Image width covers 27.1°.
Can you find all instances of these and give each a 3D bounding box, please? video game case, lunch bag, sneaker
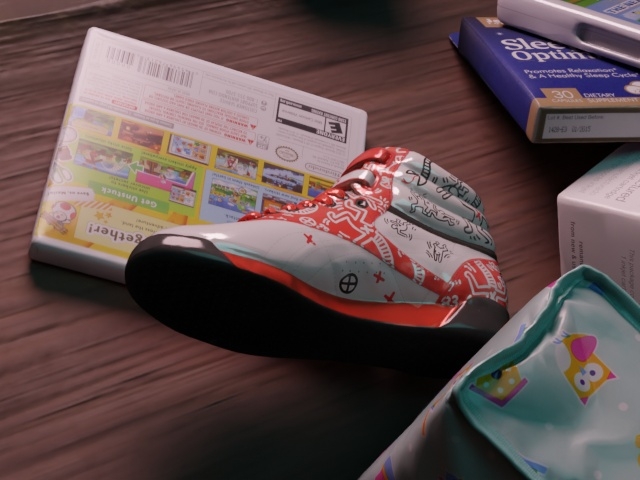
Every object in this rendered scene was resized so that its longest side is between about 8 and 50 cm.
[{"bbox_3d":[-0.079,-0.044,0.966,0.226,0.026,0.206,16,52,-13],"label":"video game case"},{"bbox_3d":[0.167,0.178,0.784,0.262,0.223,0.160,43,57,8],"label":"lunch bag"},{"bbox_3d":[0.000,0.001,0.896,0.270,0.090,0.145,12,52,-20],"label":"sneaker"},{"bbox_3d":[0.363,-0.193,1.114,0.300,0.036,0.329,26,37,34],"label":"video game case"}]

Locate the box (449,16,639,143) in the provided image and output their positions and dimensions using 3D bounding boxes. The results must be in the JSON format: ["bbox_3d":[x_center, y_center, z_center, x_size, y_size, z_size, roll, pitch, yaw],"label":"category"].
[{"bbox_3d":[0.198,-0.141,1.074,0.136,0.037,0.225,-2,29,-13],"label":"box"}]

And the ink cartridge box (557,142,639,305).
[{"bbox_3d":[0.347,0.003,0.965,0.283,0.117,0.207,17,38,39],"label":"ink cartridge box"}]
